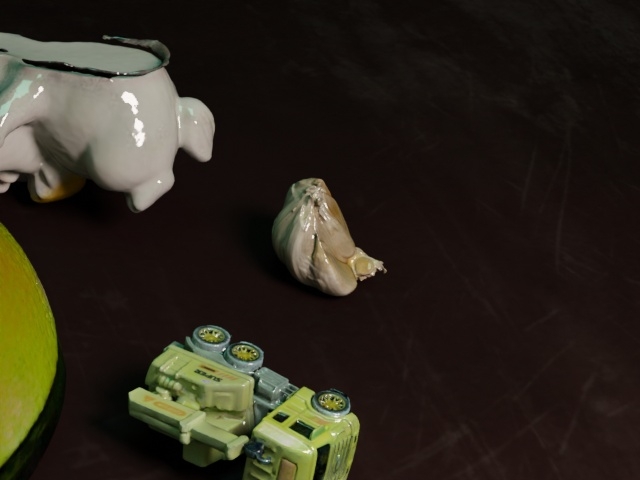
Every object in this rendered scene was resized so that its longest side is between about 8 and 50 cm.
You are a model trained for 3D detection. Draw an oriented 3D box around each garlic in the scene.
[{"bbox_3d":[-0.004,0.000,1.536,0.074,0.094,0.113,-35,47,4],"label":"garlic"}]

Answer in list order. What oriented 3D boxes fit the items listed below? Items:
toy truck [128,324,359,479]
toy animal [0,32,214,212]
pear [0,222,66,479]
[{"bbox_3d":[-0.064,0.137,1.302,0.169,0.077,0.100,28,33,23],"label":"toy truck"},{"bbox_3d":[-0.268,-0.119,1.575,0.325,0.154,0.208,19,22,27],"label":"toy animal"},{"bbox_3d":[-0.374,0.036,1.219,0.399,0.165,0.399,8,44,-8],"label":"pear"}]
